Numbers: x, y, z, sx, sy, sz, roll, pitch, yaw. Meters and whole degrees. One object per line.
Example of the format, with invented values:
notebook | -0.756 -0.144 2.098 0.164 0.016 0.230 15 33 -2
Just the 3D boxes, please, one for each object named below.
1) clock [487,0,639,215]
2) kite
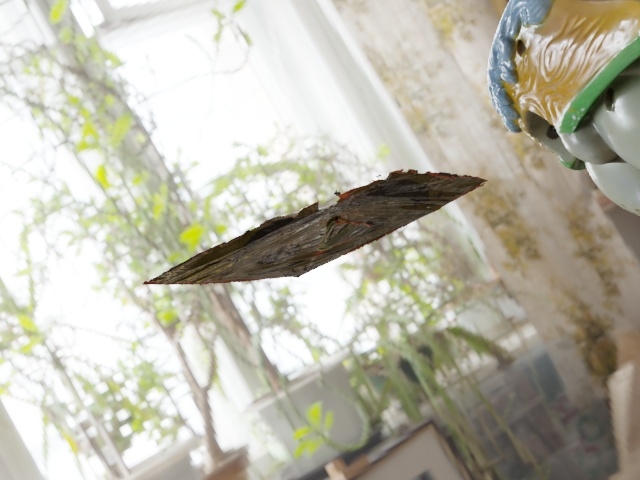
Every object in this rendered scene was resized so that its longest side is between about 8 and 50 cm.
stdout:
clock | 0.161 -0.075 0.588 0.103 0.144 0.231 -63 -16 -1
kite | -0.001 -0.002 1.221 0.377 0.013 0.327 -18 -11 -12
